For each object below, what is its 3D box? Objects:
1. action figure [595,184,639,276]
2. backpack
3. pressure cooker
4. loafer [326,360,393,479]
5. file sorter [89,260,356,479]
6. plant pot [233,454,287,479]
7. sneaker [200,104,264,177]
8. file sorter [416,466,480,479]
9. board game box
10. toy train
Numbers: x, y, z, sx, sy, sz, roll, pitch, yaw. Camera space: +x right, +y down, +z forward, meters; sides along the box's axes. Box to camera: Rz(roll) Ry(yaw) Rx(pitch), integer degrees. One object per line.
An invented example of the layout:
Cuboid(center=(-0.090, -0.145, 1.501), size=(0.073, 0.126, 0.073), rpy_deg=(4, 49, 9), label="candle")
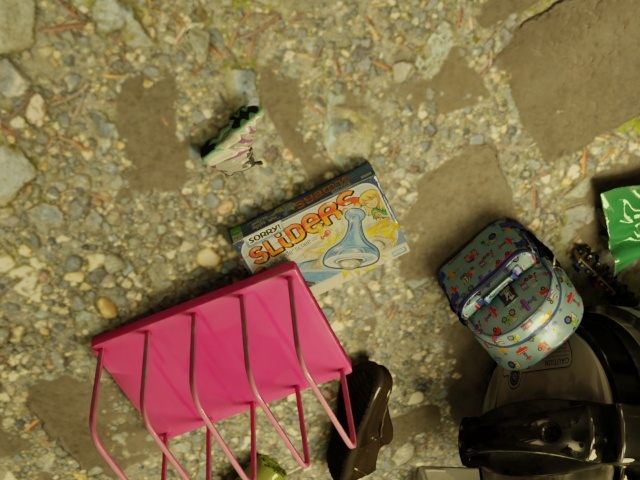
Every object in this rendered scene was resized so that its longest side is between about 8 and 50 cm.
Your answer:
Cuboid(center=(0.501, -0.047, 1.463), size=(0.232, 0.063, 0.137), rpy_deg=(-17, 124, 0), label="action figure")
Cuboid(center=(0.255, 0.078, 1.406), size=(0.158, 0.173, 0.117), rpy_deg=(-40, 124, 12), label="backpack")
Cuboid(center=(0.414, 0.283, 1.465), size=(0.420, 0.375, 0.370), rpy_deg=(8, 123, -21), label="pressure cooker")
Cuboid(center=(0.068, 0.261, 1.539), size=(0.078, 0.080, 0.220), rpy_deg=(-3, 129, -26), label="loafer")
Cuboid(center=(-0.121, 0.201, 1.347), size=(0.290, 0.182, 0.202), rpy_deg=(-21, 126, 9), label="file sorter")
Cuboid(center=(-0.091, 0.360, 1.556), size=(0.083, 0.083, 0.079), rpy_deg=(34, 97, -31), label="plant pot")
Cuboid(center=(-0.088, -0.114, 1.268), size=(0.098, 0.038, 0.069), rpy_deg=(-38, 127, 21), label="sneaker")
Cuboid(center=(0.282, 0.492, 1.677), size=(0.277, 0.193, 0.173), rpy_deg=(6, 123, -20), label="file sorter")
Cuboid(center=(0.000, 0.000, 1.366), size=(0.201, 0.035, 0.136), rpy_deg=(-26, 126, 2), label="board game box")
Cuboid(center=(0.408, 0.057, 1.528), size=(0.036, 0.027, 0.158), rpy_deg=(-36, 126, 21), label="toy train")
